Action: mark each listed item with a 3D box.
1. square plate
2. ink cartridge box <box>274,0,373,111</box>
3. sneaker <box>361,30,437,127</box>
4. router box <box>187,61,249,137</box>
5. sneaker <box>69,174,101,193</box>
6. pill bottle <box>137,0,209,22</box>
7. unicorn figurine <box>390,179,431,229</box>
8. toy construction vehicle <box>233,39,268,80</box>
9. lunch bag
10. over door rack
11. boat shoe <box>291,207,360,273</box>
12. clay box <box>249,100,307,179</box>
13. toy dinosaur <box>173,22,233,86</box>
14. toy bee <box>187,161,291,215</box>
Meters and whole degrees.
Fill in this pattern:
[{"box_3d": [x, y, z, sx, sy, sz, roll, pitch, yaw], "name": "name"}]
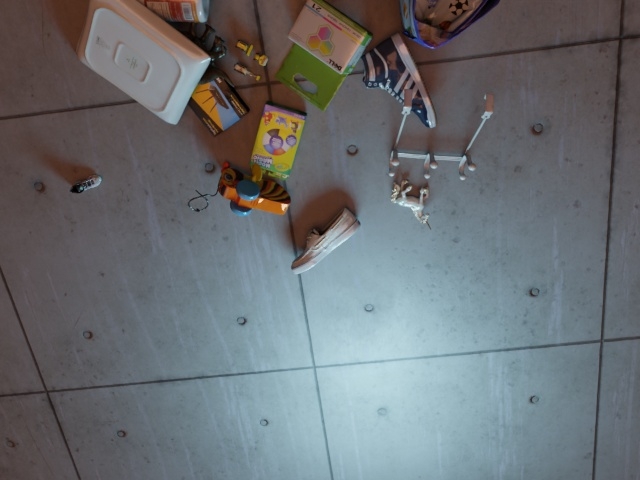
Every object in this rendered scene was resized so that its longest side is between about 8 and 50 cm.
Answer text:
[{"box_3d": [-0.498, -0.489, 1.646, 0.344, 0.049, 0.347, 35, 146, -12], "name": "square plate"}, {"box_3d": [-0.005, -0.508, 1.675, 0.189, 0.097, 0.255, 36, 110, 4], "name": "ink cartridge box"}, {"box_3d": [0.217, -0.426, 1.725, 0.153, 0.099, 0.282, -25, 107, 11], "name": "sneaker"}, {"box_3d": [-0.312, -0.412, 1.777, 0.133, 0.046, 0.179, -33, 109, 15], "name": "router box"}, {"box_3d": [-0.730, -0.168, 1.885, 0.098, 0.069, 0.038, -22, 112, 11], "name": "sneaker"}, {"box_3d": [-0.403, -0.631, 1.575, 0.216, 0.121, 0.121, 3, 114, 0], "name": "pill bottle"}, {"box_3d": [0.292, -0.119, 1.885, 0.162, 0.060, 0.111, 23, 114, 9], "name": "unicorn figurine"}, {"box_3d": [-0.205, -0.513, 1.740, 0.098, 0.035, 0.086, 23, 102, -11], "name": "toy construction vehicle"}, {"box_3d": [0.322, -0.671, 1.493, 0.239, 0.328, 0.385, 20, 111, -8], "name": "lunch bag"}, {"box_3d": [0.325, -0.274, 1.706, 0.239, 0.108, 0.324, 3, 151, 0], "name": "over door rack"}, {"box_3d": [0.000, 0.000, 1.923, 0.267, 0.096, 0.088, -37, 104, 15], "name": "boat shoe"}, {"box_3d": [-0.130, -0.289, 1.821, 0.127, 0.053, 0.222, 16, 112, -4], "name": "clay box"}, {"box_3d": [-0.342, -0.506, 1.680, 0.313, 0.121, 0.160, 45, 109, 7], "name": "toy dinosaur"}, {"box_3d": [-0.239, -0.169, 1.835, 0.298, 0.162, 0.195, 20, 134, -40], "name": "toy bee"}]
